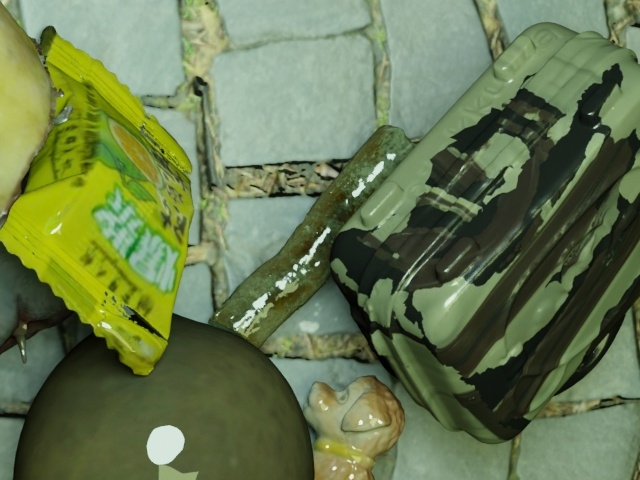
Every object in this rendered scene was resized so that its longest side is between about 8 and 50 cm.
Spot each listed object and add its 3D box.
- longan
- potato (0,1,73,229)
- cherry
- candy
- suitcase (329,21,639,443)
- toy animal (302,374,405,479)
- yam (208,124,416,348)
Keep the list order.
[{"bbox_3d":[-0.123,0.199,1.251,0.243,0.300,0.300,-12,110,17],"label":"longan"},{"bbox_3d":[-0.356,-0.133,1.062,0.301,0.288,0.237,-60,140,-30],"label":"potato"},{"bbox_3d":[-0.277,0.020,1.225,0.176,0.140,0.176,5,74,-19],"label":"cherry"},{"bbox_3d":[-0.170,-0.042,1.208,0.081,0.297,0.187,-32,121,25],"label":"candy"},{"bbox_3d":[0.186,0.010,1.436,0.351,0.194,0.339,-47,142,-12],"label":"suitcase"},{"bbox_3d":[0.045,0.224,1.417,0.185,0.183,0.104,-59,144,-15],"label":"toy animal"},{"bbox_3d":[0.000,0.000,1.412,0.253,0.061,0.061,-48,117,-11],"label":"yam"}]
